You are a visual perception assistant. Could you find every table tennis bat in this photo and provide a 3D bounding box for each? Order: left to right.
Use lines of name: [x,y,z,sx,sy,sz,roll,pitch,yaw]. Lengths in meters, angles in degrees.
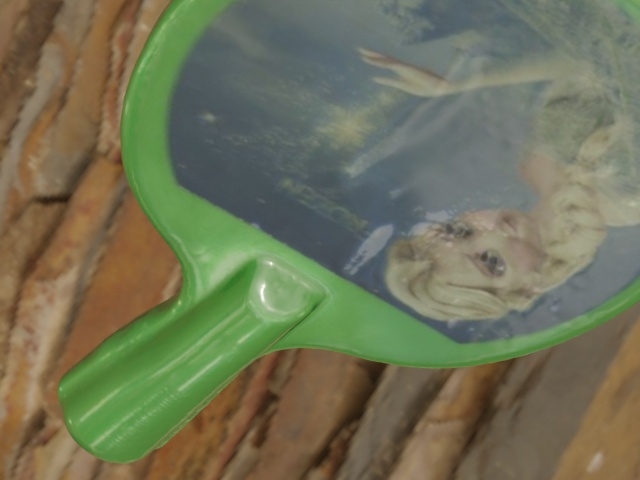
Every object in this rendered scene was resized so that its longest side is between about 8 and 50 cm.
table tennis bat: [0.000,0.000,0.417,0.160,0.039,0.257,32,132,-22]
